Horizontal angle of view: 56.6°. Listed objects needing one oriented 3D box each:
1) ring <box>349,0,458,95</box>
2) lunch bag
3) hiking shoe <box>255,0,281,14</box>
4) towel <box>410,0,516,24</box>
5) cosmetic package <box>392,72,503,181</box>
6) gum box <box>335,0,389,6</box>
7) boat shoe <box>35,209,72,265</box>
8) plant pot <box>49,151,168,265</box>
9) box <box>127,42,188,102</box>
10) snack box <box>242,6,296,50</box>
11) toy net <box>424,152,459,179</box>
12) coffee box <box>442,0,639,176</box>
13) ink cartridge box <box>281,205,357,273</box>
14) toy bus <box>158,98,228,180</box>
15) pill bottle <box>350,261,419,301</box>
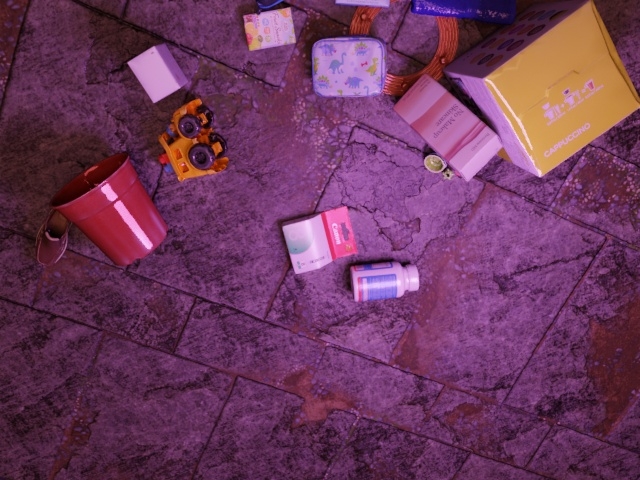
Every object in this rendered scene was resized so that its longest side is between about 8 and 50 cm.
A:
[{"bbox_3d":[0.252,-0.605,1.784,0.336,0.032,0.337,-2,112,-4],"label":"ring"},{"bbox_3d":[0.087,-0.515,1.753,0.219,0.090,0.176,2,114,13],"label":"lunch bag"},{"bbox_3d":[-0.083,-0.771,1.658,0.304,0.132,0.113,-45,93,-10],"label":"hiking shoe"},{"bbox_3d":[0.411,-0.742,1.708,0.308,0.076,0.228,4,88,-6],"label":"towel"},{"bbox_3d":[0.375,-0.336,1.761,0.153,0.129,0.296,-47,67,11],"label":"cosmetic package"},{"bbox_3d":[0.126,-0.765,1.690,0.157,0.041,0.184,4,103,0],"label":"gum box"},{"bbox_3d":[-0.851,-0.023,1.889,0.095,0.095,0.257,23,108,-12],"label":"boat shoe"},{"bbox_3d":[-0.621,-0.082,1.809,0.272,0.272,0.265,-28,118,6],"label":"plant pot"},{"bbox_3d":[-0.461,-0.481,1.702,0.091,0.170,0.130,-28,110,7],"label":"box"},{"bbox_3d":[-0.149,-0.620,1.743,0.141,0.037,0.100,-10,112,-1],"label":"snack box"},{"bbox_3d":[0.439,-0.263,1.860,0.122,0.045,0.232,49,140,-11],"label":"toy net"},{"bbox_3d":[0.620,-0.440,1.702,0.337,0.334,0.338,-36,110,6],"label":"coffee box"},{"bbox_3d":[0.000,0.000,1.988,0.224,0.056,0.181,-14,112,3],"label":"ink cartridge box"},{"bbox_3d":[-0.414,-0.293,1.807,0.211,0.149,0.220,-15,110,18],"label":"toy bus"},{"bbox_3d":[0.216,0.137,2.018,0.221,0.124,0.124,-5,111,-1],"label":"pill bottle"}]
